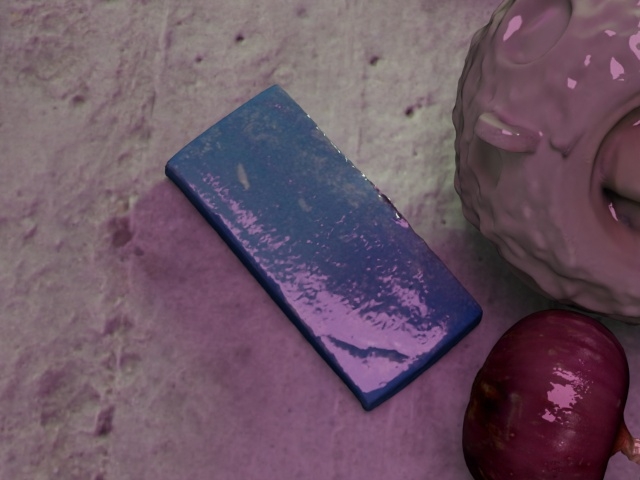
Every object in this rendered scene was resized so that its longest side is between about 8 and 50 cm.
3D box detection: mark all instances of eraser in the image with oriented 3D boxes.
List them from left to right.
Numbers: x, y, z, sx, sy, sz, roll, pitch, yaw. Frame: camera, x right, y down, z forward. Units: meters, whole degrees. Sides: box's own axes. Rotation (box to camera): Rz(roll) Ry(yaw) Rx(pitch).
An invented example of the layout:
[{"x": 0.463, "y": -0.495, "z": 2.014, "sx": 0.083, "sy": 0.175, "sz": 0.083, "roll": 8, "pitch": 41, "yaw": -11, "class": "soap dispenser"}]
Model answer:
[{"x": 0.000, "y": 0.000, "z": 1.092, "sx": 0.144, "sy": 0.043, "sz": 0.312, "roll": -37, "pitch": 73, "yaw": -14, "class": "eraser"}]

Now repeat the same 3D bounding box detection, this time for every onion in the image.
[{"x": 0.195, "y": 0.144, "z": 0.969, "sx": 0.153, "sy": 0.177, "sz": 0.177, "roll": -8, "pitch": 66, "yaw": 28, "class": "onion"}]

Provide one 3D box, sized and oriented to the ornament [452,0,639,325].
[{"x": 0.278, "y": -0.099, "z": 0.986, "sx": 0.337, "sy": 0.337, "sz": 0.337, "roll": 0, "pitch": 68, "yaw": -1, "class": "ornament"}]
